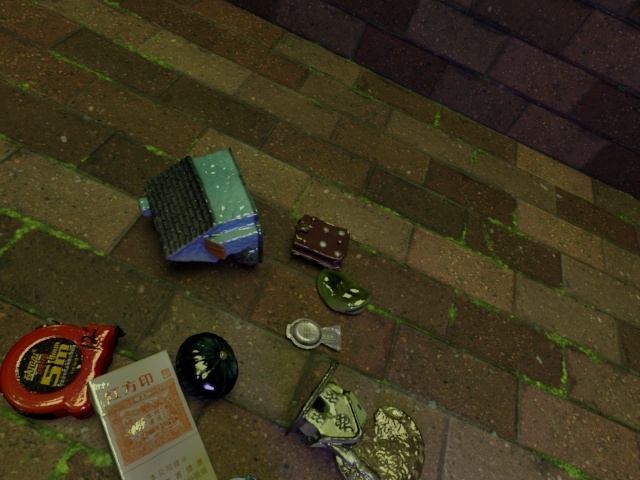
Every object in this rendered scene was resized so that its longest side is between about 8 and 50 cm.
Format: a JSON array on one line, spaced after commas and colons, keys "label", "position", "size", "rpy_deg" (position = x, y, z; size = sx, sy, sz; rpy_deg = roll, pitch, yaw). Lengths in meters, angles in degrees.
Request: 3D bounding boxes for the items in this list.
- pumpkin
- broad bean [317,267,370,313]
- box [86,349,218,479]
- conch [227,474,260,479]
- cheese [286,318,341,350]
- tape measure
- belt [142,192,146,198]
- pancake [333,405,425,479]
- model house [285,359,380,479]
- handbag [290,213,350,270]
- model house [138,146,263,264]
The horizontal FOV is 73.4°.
[{"label": "pumpkin", "position": [-0.316, 0.354, 1.206], "size": [0.194, 0.194, 0.150], "rpy_deg": [41, 91, 11]}, {"label": "broad bean", "position": [0.078, 0.185, 1.547], "size": [0.206, 0.072, 0.153], "rpy_deg": [30, 46, 18]}, {"label": "box", "position": [-0.422, 0.485, 1.079], "size": [0.204, 0.051, 0.365], "rpy_deg": [-16, 74, -42]}, {"label": "conch", "position": [-0.181, 0.662, 1.053], "size": [0.250, 0.137, 0.144], "rpy_deg": [0, 55, -20]}, {"label": "cheese", "position": [-0.021, 0.313, 1.426], "size": [0.190, 0.042, 0.105], "rpy_deg": [12, 54, -13]}, {"label": "tape measure", "position": [-0.679, 0.334, 1.124], "size": [0.260, 0.114, 0.253], "rpy_deg": [8, 54, -10]}, {"label": "belt", "position": [-0.606, -0.135, 1.537], "size": [0.059, 0.036, 0.083], "rpy_deg": [-24, 66, -25]}, {"label": "pancake", "position": [0.175, 0.623, 1.284], "size": [0.286, 0.033, 0.288], "rpy_deg": [30, 51, 4]}, {"label": "model house", "position": [0.077, 0.519, 1.207], "size": [0.278, 0.205, 0.218], "rpy_deg": [35, 53, 8]}, {"label": "handbag", "position": [0.001, -0.002, 1.616], "size": [0.216, 0.074, 0.203], "rpy_deg": [23, 37, -5]}, {"label": "model house", "position": [-0.401, -0.065, 1.422], "size": [0.338, 0.297, 0.360], "rpy_deg": [-16, 62, -20]}]
